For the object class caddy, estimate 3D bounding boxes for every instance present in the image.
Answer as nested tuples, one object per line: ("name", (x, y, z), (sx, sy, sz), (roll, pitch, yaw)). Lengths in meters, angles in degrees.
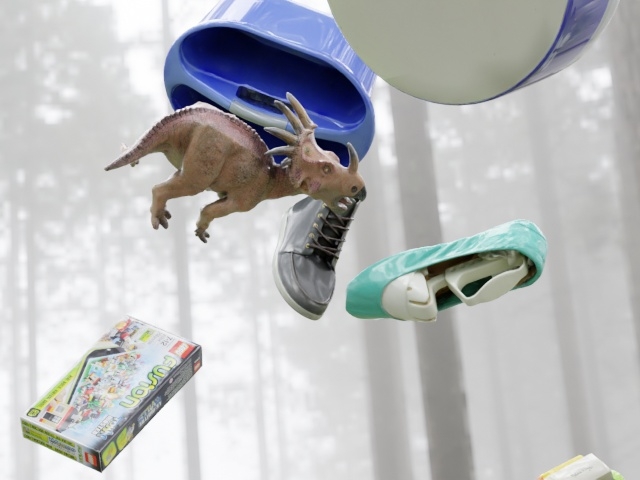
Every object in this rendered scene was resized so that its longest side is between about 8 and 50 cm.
("caddy", (-0.070, -0.230, 2.606), (0.341, 0.179, 0.241), (21, -50, 6))

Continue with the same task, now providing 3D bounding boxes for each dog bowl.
("dog bowl", (0.131, -0.256, 1.505), (0.265, 0.264, 0.104), (-23, 3, 40))

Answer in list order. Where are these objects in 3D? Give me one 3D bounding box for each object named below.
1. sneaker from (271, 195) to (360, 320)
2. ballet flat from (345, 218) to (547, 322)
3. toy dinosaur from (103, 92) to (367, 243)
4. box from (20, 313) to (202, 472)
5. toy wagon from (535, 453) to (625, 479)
("sneaker", (0.000, 0.000, 2.298), (0.083, 0.222, 0.118), (28, -55, -26))
("ballet flat", (0.142, 0.046, 1.942), (0.247, 0.087, 0.083), (-20, -58, 8))
("toy dinosaur", (-0.108, -0.104, 1.983), (0.296, 0.127, 0.200), (19, -44, -38))
("box", (-0.240, 0.174, 1.978), (0.114, 0.207, 0.036), (20, -47, 23))
("toy wagon", (0.289, 0.449, 2.362), (0.267, 0.068, 0.344), (-16, -41, -46))
